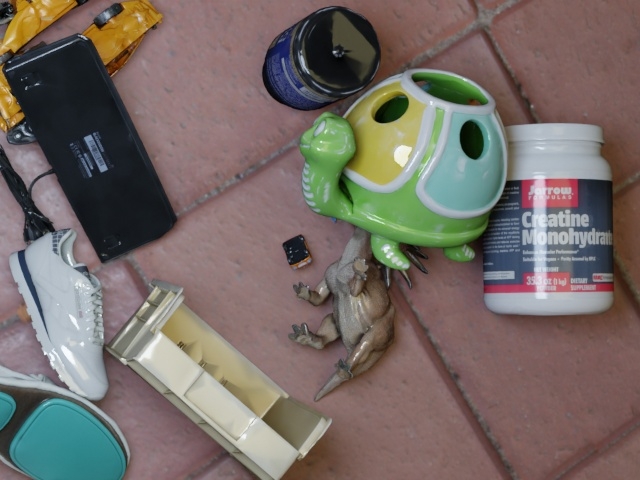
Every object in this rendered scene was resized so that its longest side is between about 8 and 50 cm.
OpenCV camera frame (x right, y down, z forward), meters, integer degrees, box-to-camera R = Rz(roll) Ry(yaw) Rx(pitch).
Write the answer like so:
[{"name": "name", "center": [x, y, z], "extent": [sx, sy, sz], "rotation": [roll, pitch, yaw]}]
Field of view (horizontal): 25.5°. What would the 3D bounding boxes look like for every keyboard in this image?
[{"name": "keyboard", "center": [-0.336, -0.105, 1.882], "extent": [0.201, 0.033, 0.317], "rotation": [-24, 120, -3]}]

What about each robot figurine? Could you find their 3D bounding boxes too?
[{"name": "robot figurine", "center": [-0.367, -0.262, 1.913], "extent": [0.291, 0.085, 0.211], "rotation": [-42, 100, -16]}]

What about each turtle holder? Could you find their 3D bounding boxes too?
[{"name": "turtle holder", "center": [0.107, -0.119, 1.941], "extent": [0.320, 0.243, 0.227], "rotation": [13, 119, -15]}]

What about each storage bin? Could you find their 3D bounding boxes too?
[{"name": "storage bin", "center": [-0.143, 0.185, 1.878], "extent": [0.262, 0.260, 0.123], "rotation": [43, 80, -12]}]

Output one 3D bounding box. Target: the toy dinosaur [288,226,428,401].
[{"name": "toy dinosaur", "center": [0.066, 0.091, 2.029], "extent": [0.200, 0.127, 0.296], "rotation": [-13, 111, -52]}]

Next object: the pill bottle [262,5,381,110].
[{"name": "pill bottle", "center": [-0.008, -0.245, 1.957], "extent": [0.122, 0.219, 0.123], "rotation": [1, 88, -18]}]

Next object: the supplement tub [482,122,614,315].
[{"name": "supplement tub", "center": [0.332, -0.027, 2.073], "extent": [0.191, 0.191, 0.272], "rotation": [0, 88, -18]}]

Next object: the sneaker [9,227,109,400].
[{"name": "sneaker", "center": [-0.325, 0.098, 1.864], "extent": [0.094, 0.090, 0.235], "rotation": [-27, 78, 2]}]

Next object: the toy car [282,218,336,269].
[{"name": "toy car", "center": [0.000, 0.000, 2.038], "extent": [0.122, 0.060, 0.040], "rotation": [-37, 131, -9]}]

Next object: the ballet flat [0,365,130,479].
[{"name": "ballet flat", "center": [-0.408, 0.211, 1.839], "extent": [0.400, 0.139, 0.139], "rotation": [32, 77, -44]}]
